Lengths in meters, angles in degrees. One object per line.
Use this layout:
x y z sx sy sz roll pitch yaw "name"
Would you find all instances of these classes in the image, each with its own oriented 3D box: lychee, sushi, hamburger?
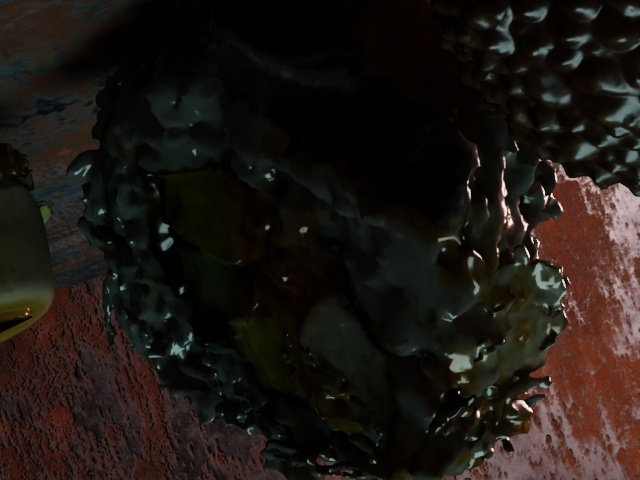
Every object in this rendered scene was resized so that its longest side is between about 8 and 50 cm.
0.166 -0.157 0.764 0.271 0.271 0.271 -20 177 -1 "lychee"
-0.002 0.003 0.994 0.176 0.417 0.417 -27 -178 -42 "sushi"
-0.353 0.019 1.084 0.302 0.170 0.302 -21 173 -3 "hamburger"

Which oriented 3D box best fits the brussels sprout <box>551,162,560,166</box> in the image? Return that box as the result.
0.087 -0.099 1.216 0.294 0.227 0.259 -10 167 8 "brussels sprout"
